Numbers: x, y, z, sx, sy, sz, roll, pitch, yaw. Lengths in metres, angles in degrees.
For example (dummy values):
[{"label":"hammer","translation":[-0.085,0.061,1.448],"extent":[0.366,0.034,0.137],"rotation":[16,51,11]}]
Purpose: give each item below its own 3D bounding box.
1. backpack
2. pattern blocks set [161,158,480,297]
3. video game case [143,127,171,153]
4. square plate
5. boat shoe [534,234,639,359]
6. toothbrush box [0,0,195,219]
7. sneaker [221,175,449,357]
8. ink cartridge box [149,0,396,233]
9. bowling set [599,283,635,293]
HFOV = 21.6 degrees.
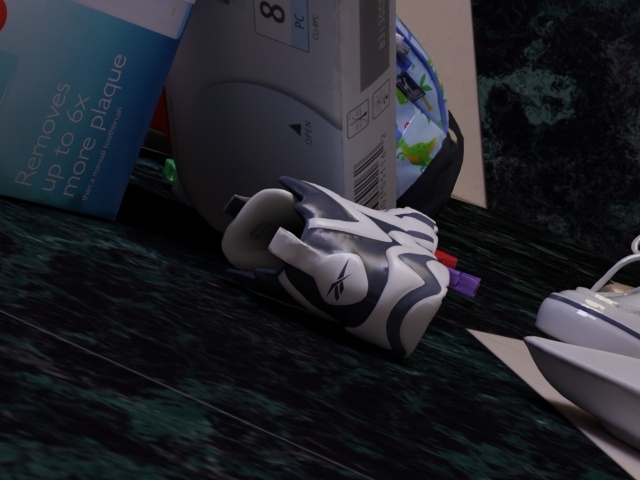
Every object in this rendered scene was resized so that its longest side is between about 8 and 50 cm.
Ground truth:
[{"label":"backpack","translation":[-0.013,-0.193,1.835],"extent":[0.355,0.273,0.290],"rotation":[28,11,-21]},{"label":"pattern blocks set","translation":[0.001,-0.008,1.617],"extent":[0.325,0.026,0.285],"rotation":[20,6,-9]},{"label":"video game case","translation":[-0.162,-0.122,2.089],"extent":[0.274,0.026,0.196],"rotation":[15,9,-42]},{"label":"square plate","translation":[0.360,0.170,1.178],"extent":[0.344,0.049,0.347],"rotation":[16,8,-43]},{"label":"boat shoe","translation":[0.355,0.062,1.600],"extent":[0.367,0.156,0.136],"rotation":[17,7,-40]},{"label":"toothbrush box","translation":[-0.246,-0.154,1.164],"extent":[0.126,0.216,0.295],"rotation":[26,7,40]},{"label":"sneaker","translation":[0.000,0.000,1.215],"extent":[0.153,0.094,0.235],"rotation":[29,15,-10]},{"label":"ink cartridge box","translation":[-0.116,-0.162,1.380],"extent":[0.385,0.308,0.091],"rotation":[22,48,25]},{"label":"bowling set","translation":[0.453,0.052,1.898],"extent":[0.154,0.200,0.287],"rotation":[21,10,-17]}]
